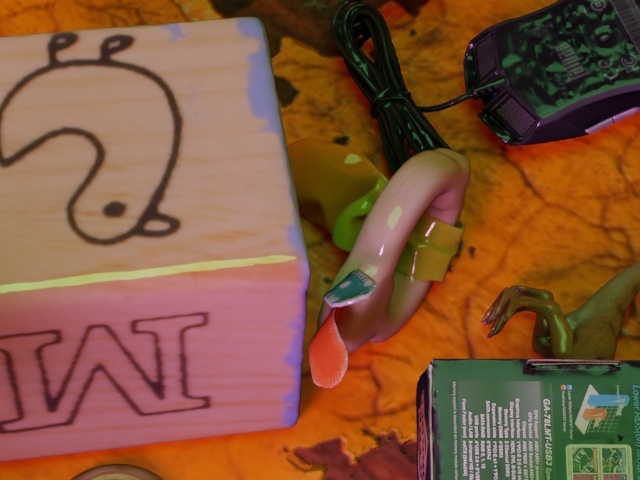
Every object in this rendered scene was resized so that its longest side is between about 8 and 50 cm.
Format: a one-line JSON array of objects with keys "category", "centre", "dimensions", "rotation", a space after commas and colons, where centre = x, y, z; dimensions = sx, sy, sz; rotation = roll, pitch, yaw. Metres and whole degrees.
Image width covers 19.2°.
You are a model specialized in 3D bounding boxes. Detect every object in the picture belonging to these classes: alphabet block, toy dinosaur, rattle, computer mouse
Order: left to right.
[{"category": "alphabet block", "centre": [-0.119, 0.001, 1.118], "dimensions": [0.197, 0.193, 0.192], "rotation": [-7, 55, -8]}, {"category": "rattle", "centre": [0.000, 0.000, 1.147], "dimensions": [0.143, 0.130, 0.199], "rotation": [39, 44, 8]}, {"category": "computer mouse", "centre": [0.139, -0.139, 1.310], "dimensions": [0.262, 0.060, 0.184], "rotation": [-27, 65, -6]}, {"category": "toy dinosaur", "centre": [0.163, 0.061, 1.183], "dimensions": [0.112, 0.064, 0.211], "rotation": [32, 68, -4]}]

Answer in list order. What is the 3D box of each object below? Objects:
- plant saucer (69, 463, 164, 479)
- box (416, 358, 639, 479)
[{"category": "plant saucer", "centre": [-0.121, 0.165, 1.113], "dimensions": [0.083, 0.015, 0.083], "rotation": [2, 56, -3]}, {"category": "box", "centre": [0.201, 0.211, 1.020], "dimensions": [0.293, 0.073, 0.295], "rotation": [0, 75, -5]}]
